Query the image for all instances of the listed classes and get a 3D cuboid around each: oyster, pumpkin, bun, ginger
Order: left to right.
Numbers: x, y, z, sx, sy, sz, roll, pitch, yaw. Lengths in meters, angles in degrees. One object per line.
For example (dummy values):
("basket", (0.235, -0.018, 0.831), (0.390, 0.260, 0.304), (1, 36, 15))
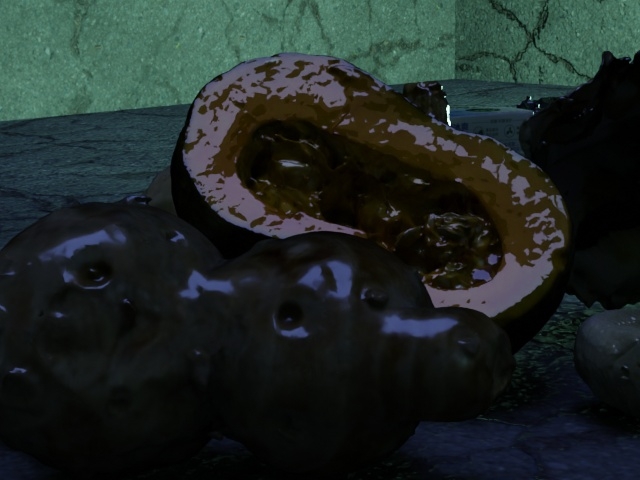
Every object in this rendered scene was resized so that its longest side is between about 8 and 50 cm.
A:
("ginger", (-0.065, 0.063, 0.871), (0.375, 0.176, 0.256), (2, -4, 11))
("pumpkin", (0.048, -0.029, 1.065), (0.317, 0.139, 0.222), (26, 59, 18))
("oyster", (0.253, -0.045, 1.192), (0.201, 0.354, 0.107), (-37, 46, -4))
("bun", (0.236, 0.088, 0.969), (0.115, 0.069, 0.115), (1, 11, 0))

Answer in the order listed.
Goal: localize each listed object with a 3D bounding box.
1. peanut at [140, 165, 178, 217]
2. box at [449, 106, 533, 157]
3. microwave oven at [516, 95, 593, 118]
("peanut", (0.000, -0.001, 1.239), (0.340, 0.158, 0.174), (3, -26, -1))
("box", (0.164, -0.090, 1.705), (0.194, 0.139, 0.073), (-6, 12, -26))
("microwave oven", (0.356, -0.143, 1.996), (0.163, 0.129, 0.205), (1, 10, 4))
